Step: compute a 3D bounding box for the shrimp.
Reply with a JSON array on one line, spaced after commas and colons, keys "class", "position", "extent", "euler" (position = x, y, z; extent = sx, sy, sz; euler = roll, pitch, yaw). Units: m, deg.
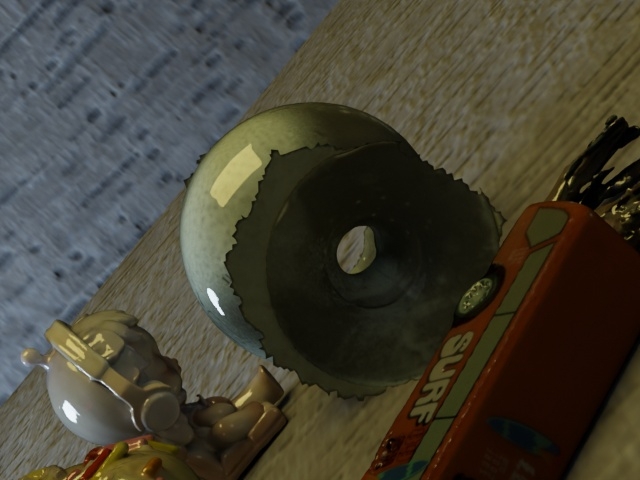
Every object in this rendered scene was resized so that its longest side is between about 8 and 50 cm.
[{"class": "shrimp", "position": [0.203, -0.026, 1.347], "extent": [0.219, 0.046, 0.152], "euler": [-34, 24, 58]}]

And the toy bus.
[{"class": "toy bus", "position": [0.080, 0.148, 1.165], "extent": [0.092, 0.093, 0.409], "euler": [-16, 37, 58]}]

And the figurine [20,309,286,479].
[{"class": "figurine", "position": [-0.157, 0.136, 1.787], "extent": [0.141, 0.236, 0.162], "euler": [-59, 9, -3]}]

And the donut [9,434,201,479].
[{"class": "donut", "position": [-0.246, 0.274, 1.556], "extent": [0.371, 0.150, 0.307], "euler": [-22, 0, -7]}]

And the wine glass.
[{"class": "wine glass", "position": [0.000, 0.000, 1.597], "extent": [0.238, 0.238, 0.323], "euler": [-53, 16, -7]}]
